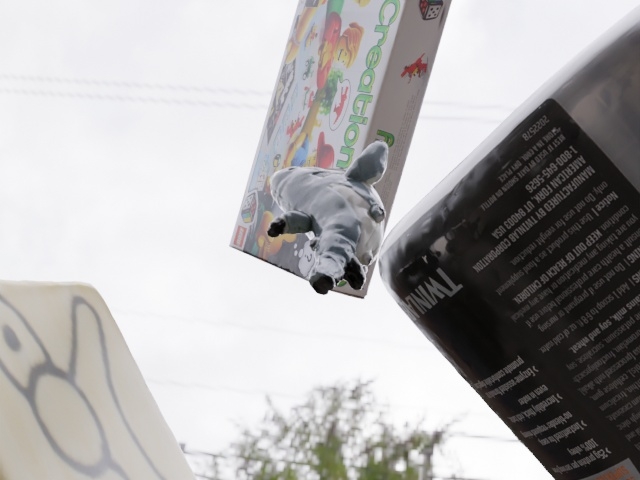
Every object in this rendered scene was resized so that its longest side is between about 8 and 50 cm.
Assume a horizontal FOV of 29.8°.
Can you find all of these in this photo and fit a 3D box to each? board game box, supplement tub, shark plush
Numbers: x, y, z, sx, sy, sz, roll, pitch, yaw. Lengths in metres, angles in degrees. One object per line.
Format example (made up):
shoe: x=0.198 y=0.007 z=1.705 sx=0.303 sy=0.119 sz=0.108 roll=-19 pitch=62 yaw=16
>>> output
board game box: x=0.017 y=-0.115 z=1.117 sx=0.053 sy=0.193 sz=0.305 roll=14 pitch=-87 yaw=-32
supplement tub: x=0.192 y=0.062 z=0.503 sx=0.316 sy=0.193 sz=0.193 roll=48 pitch=-57 yaw=4
shark plush: x=0.000 y=0.000 z=0.683 sx=0.067 sy=0.161 sz=0.073 roll=9 pitch=-56 yaw=-3

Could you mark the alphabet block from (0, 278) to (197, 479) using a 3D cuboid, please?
alphabet block: x=-0.169 y=0.146 z=0.537 sx=0.193 sy=0.192 sz=0.197 roll=-31 pitch=-101 yaw=10
